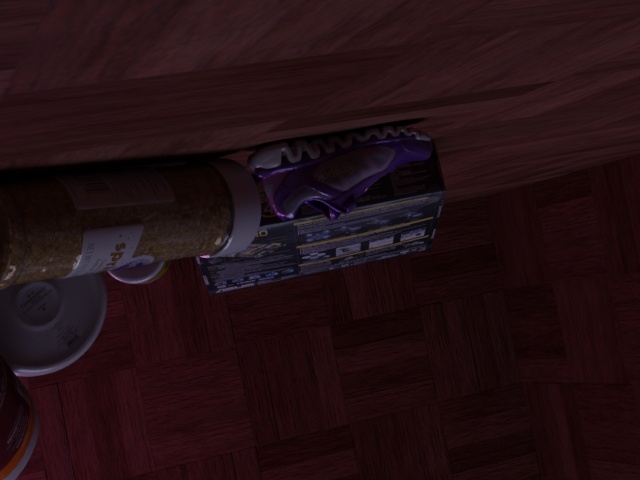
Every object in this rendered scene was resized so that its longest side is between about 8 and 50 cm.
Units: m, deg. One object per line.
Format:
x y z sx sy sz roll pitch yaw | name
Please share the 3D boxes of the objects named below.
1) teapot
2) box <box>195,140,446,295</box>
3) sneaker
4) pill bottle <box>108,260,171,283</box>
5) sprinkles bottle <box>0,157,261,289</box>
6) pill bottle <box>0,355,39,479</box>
-0.465 0.085 1.955 0.256 0.252 0.187 1 -177 -26 | teapot
-0.010 -0.027 1.988 0.395 0.097 0.318 -11 165 -2 | box
0.030 -0.081 1.540 0.237 0.104 0.095 -12 177 -17 | sneaker
-0.332 0.020 2.263 0.119 0.119 0.208 -11 179 -3 | pill bottle
-0.233 -0.024 1.413 0.355 0.121 0.121 -9 177 -45 | sprinkles bottle
-0.551 0.187 1.676 0.224 0.224 0.392 -11 143 4 | pill bottle
